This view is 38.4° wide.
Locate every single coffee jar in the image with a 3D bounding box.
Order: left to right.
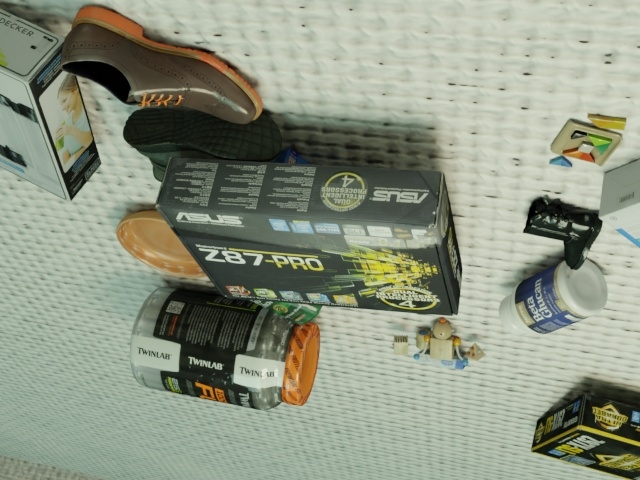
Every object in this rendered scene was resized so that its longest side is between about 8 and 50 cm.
[{"bbox_3d":[-0.087,0.080,1.661,0.184,0.079,0.096,26,149,-17],"label":"coffee jar"}]

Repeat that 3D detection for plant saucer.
[{"bbox_3d":[-0.268,0.002,1.660,0.200,0.037,0.200,12,151,7],"label":"plant saucer"}]

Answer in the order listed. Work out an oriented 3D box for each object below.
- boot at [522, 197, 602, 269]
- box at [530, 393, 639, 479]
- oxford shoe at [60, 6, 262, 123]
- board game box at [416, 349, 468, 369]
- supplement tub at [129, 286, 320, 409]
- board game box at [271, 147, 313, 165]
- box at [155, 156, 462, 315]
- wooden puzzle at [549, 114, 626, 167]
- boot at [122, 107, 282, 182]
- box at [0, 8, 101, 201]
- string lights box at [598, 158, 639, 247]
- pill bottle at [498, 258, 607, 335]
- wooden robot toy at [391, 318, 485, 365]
[{"bbox_3d":[0.344,-0.009,1.334,0.099,0.045,0.121,12,143,3],"label":"boot"},{"bbox_3d":[0.590,0.402,1.833,0.257,0.079,0.322,17,160,2],"label":"box"},{"bbox_3d":[-0.210,-0.204,1.218,0.271,0.098,0.097,22,150,-10],"label":"oxford shoe"},{"bbox_3d":[0.235,0.228,1.771,0.090,0.020,0.090,9,-179,15],"label":"board game box"},{"bbox_3d":[-0.183,0.215,1.806,0.338,0.207,0.207,9,150,13],"label":"supplement tub"},{"bbox_3d":[-0.027,-0.050,1.442,0.210,0.047,0.160,33,146,-30],"label":"board game box"},{"bbox_3d":[0.000,0.000,1.354,0.395,0.097,0.318,4,153,15],"label":"box"},{"bbox_3d":[0.339,-0.122,1.175,0.079,0.014,0.116,14,151,4],"label":"wooden puzzle"},{"bbox_3d":[-0.156,-0.131,1.363,0.247,0.083,0.161,6,161,16],"label":"boot"},{"bbox_3d":[-0.428,-0.195,1.317,0.169,0.087,0.290,27,152,11],"label":"box"},{"bbox_3d":[0.505,-0.015,1.212,0.260,0.076,0.133,32,147,-26],"label":"string lights box"},{"bbox_3d":[0.361,0.095,1.452,0.094,0.094,0.169,26,149,-18],"label":"pill bottle"},{"bbox_3d":[0.221,0.177,1.713,0.173,0.076,0.079,5,113,19],"label":"wooden robot toy"}]
